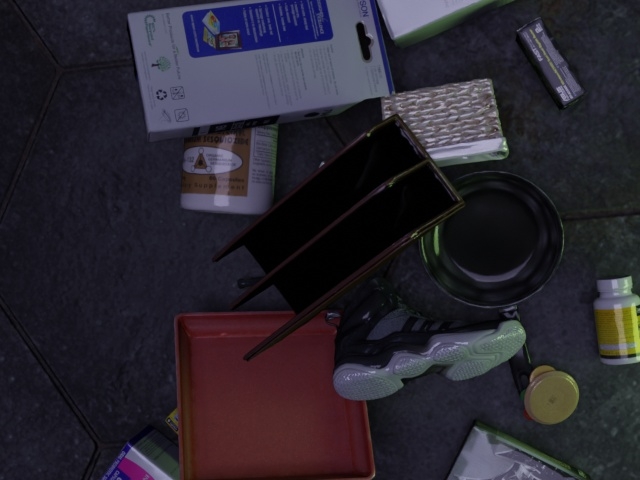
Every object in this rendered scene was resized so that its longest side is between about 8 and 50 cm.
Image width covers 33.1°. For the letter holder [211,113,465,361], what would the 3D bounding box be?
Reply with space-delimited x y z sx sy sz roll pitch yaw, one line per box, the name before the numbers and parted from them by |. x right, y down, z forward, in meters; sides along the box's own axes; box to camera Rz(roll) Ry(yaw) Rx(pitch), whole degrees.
letter holder | 0.000 0.000 1.380 0.302 0.214 0.152 -38 87 28

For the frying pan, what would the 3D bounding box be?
frying pan | 0.274 0.048 1.500 0.197 0.053 0.326 -36 97 15

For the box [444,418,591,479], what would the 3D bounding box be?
box | 0.250 0.396 1.525 0.183 0.056 0.231 26 97 6

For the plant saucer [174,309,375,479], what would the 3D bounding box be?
plant saucer | -0.069 0.221 1.488 0.259 0.048 0.258 0 58 -11

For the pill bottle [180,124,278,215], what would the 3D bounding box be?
pill bottle | -0.125 -0.152 1.511 0.131 0.131 0.229 4 90 9

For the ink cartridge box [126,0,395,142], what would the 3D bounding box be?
ink cartridge box | -0.079 -0.236 1.429 0.333 0.065 0.165 -9 81 -11

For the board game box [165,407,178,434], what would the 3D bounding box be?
board game box | -0.089 0.261 1.571 0.194 0.060 0.194 -45 85 8

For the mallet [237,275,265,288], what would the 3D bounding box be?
mallet | -0.026 0.052 1.563 0.190 0.062 0.039 -7 91 25

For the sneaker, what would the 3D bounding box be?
sneaker | 0.136 0.116 1.480 0.268 0.101 0.153 -15 56 1

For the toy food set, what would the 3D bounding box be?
toy food set | 0.320 0.219 1.507 0.083 0.020 0.082 22 99 -14

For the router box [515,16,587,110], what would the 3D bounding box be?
router box | 0.310 -0.237 1.455 0.038 0.092 0.122 -32 88 10

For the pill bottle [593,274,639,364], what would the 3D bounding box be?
pill bottle | 0.408 0.108 1.475 0.065 0.065 0.116 -8 93 10

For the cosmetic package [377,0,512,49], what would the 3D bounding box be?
cosmetic package | 0.193 -0.345 1.457 0.231 0.117 0.085 -21 89 9

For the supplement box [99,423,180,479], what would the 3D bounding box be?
supplement box | -0.211 0.389 1.574 0.220 0.114 0.111 37 98 4

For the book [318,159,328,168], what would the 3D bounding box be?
book | 0.046 -0.039 1.545 0.144 0.035 0.096 29 102 5

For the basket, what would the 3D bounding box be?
basket | 0.168 -0.156 1.476 0.167 0.113 0.103 -7 88 10
